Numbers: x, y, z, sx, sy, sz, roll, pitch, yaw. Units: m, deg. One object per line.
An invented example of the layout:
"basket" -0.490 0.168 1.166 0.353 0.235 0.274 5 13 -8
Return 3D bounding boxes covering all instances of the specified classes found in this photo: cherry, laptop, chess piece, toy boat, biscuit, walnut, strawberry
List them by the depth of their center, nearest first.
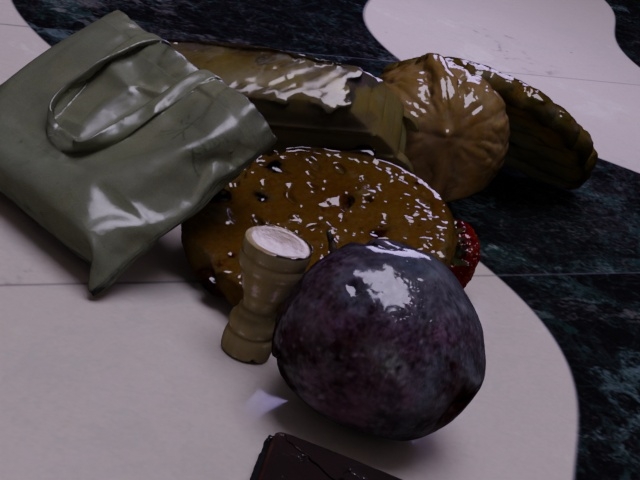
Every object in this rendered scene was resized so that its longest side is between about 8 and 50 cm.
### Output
"laptop" 0.008 0.234 1.119 0.153 0.026 0.207 21 25 0
"cherry" 0.056 0.089 1.274 0.195 0.195 0.195 16 24 -7
"chess piece" -0.054 0.053 1.335 0.066 0.122 0.066 14 24 -6
"biscuit" 0.000 0.001 1.494 0.295 0.075 0.296 2 37 -1
"strawberry" 0.131 0.021 1.589 0.106 0.106 0.106 16 24 -7
"toy boat" -0.109 -0.142 1.654 0.445 0.162 0.136 7 56 7
"walnut" 0.136 -0.132 1.770 0.213 0.213 0.213 16 24 -7
"biscuit" 0.243 -0.169 1.990 0.335 0.078 0.329 31 -9 -28

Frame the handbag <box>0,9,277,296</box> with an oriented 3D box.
"handbag" -0.224 -0.104 1.476 0.253 0.109 0.316 -41 52 -16
